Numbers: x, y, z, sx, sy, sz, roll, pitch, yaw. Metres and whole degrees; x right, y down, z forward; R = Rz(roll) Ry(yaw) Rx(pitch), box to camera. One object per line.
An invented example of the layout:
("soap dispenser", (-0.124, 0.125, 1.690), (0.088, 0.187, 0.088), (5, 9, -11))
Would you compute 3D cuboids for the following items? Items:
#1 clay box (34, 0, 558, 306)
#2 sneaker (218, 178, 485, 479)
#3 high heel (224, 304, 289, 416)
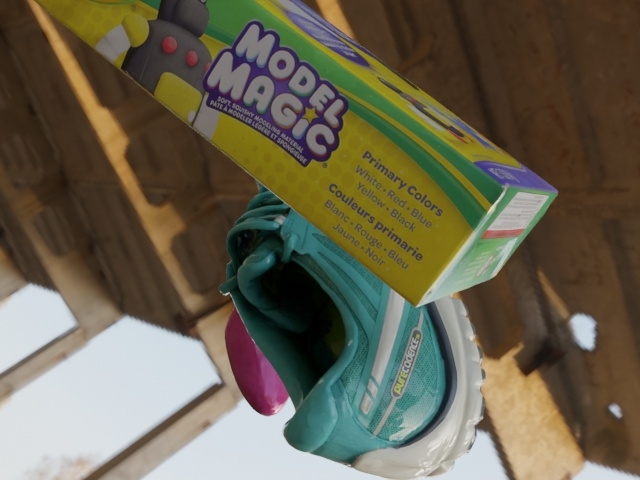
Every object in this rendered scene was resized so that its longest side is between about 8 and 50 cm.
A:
("clay box", (-0.019, -0.066, 0.393), (0.222, 0.053, 0.127), (40, 14, 14))
("sneaker", (0.000, 0.000, 0.553), (0.107, 0.110, 0.275), (-56, -142, 34))
("high heel", (-0.030, 0.056, 1.050), (0.082, 0.244, 0.117), (30, -49, -24))
